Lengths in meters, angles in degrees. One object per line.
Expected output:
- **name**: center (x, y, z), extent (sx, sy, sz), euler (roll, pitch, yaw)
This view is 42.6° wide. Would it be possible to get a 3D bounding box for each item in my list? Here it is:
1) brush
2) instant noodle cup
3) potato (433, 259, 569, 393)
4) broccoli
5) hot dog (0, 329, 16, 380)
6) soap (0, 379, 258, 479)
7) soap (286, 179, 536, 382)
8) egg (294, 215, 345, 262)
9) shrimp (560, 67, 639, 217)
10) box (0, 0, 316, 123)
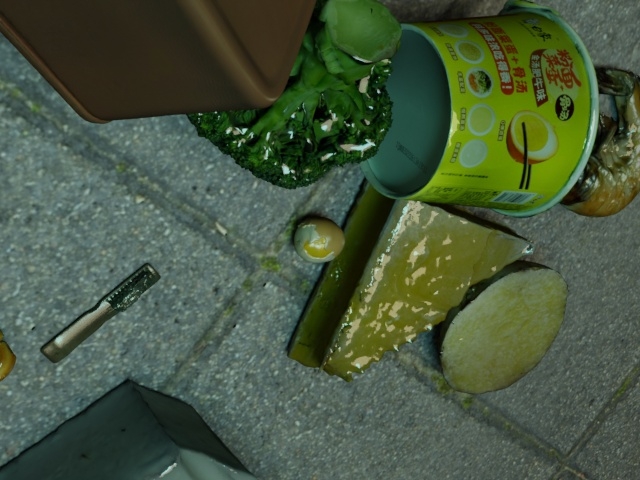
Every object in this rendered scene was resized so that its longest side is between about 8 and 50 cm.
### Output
- **brush**: center (-0.302, 0.105, 1.141), extent (0.190, 0.027, 0.034), euler (-39, 125, -9)
- **instant noodle cup**: center (0.193, -0.179, 1.133), extent (0.222, 0.311, 0.311), euler (-5, 114, -31)
- **potato**: center (0.304, 0.138, 1.472), extent (0.239, 0.116, 0.299), euler (-9, 128, -21)
- **broccoli**: center (-0.032, -0.216, 1.001), extent (0.298, 0.297, 0.297), euler (6, 75, -22)
- **hot dog**: center (-0.519, 0.165, 1.010), extent (0.269, 0.072, 0.115), euler (-17, 121, -22)
- **soap**: center (-0.231, 0.444, 1.230), extent (0.350, 0.213, 0.435), euler (-36, 126, -9)
- **soap**: center (0.152, 0.099, 1.327), extent (0.305, 0.169, 0.338), euler (20, 102, -26)
- **egg**: center (0.000, 0.000, 1.247), extent (0.083, 0.071, 0.071), euler (9, 107, -35)
- **shrimp**: center (0.456, -0.188, 1.431), extent (0.445, 0.085, 0.271), euler (13, 100, -38)
- **box**: center (-0.172, -0.290, 0.774), extent (0.339, 0.230, 0.239), euler (54, 47, -52)
